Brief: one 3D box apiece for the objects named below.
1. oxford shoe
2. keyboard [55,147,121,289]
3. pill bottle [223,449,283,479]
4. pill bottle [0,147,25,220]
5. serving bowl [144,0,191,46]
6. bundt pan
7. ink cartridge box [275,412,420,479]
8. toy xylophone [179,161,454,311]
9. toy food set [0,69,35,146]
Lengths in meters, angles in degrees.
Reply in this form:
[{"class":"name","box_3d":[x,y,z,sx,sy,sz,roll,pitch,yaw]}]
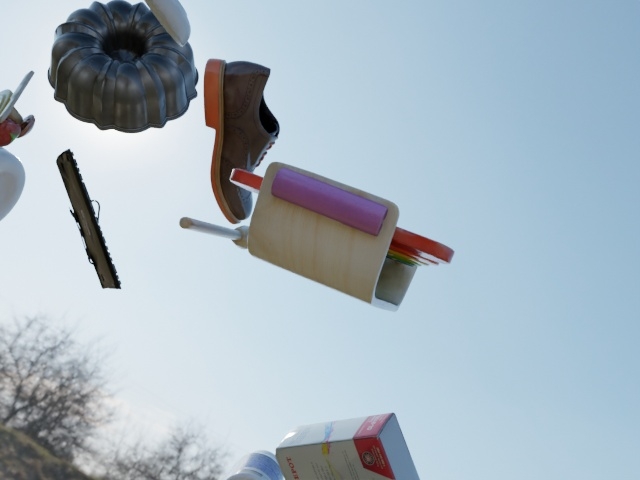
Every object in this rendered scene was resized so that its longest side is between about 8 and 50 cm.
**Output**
[{"class":"oxford shoe","box_3d":[-0.109,-0.132,0.955,0.098,0.097,0.271,2,-47,1]},{"class":"keyboard","box_3d":[-0.301,-0.029,0.871,0.100,0.038,0.192,-2,-73,56]},{"class":"pill bottle","box_3d":[-0.132,0.484,1.287,0.112,0.112,0.187,25,3,6]},{"class":"pill bottle","box_3d":[-0.793,-0.172,1.327,0.334,0.188,0.188,31,-28,11]},{"class":"serving bowl","box_3d":[-0.173,-0.263,0.739,0.083,0.027,0.083,50,-4,5]},{"class":"bundt pan","box_3d":[-0.425,-0.399,1.417,0.331,0.330,0.124,27,-34,1]},{"class":"ink cartridge box","box_3d":[0.039,0.330,0.943,0.175,0.072,0.127,-16,-81,29]},{"class":"toy xylophone","box_3d":[0.000,0.000,0.652,0.236,0.081,0.322,22,-3,6]},{"class":"toy food set","box_3d":[-0.546,-0.184,1.101,0.218,0.128,0.071,-19,-44,29]}]
